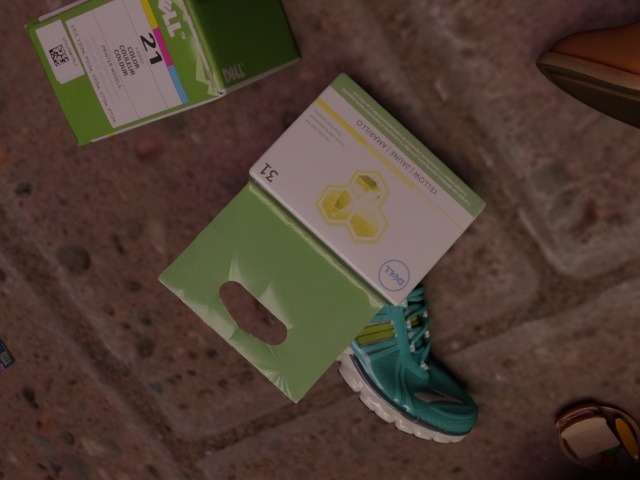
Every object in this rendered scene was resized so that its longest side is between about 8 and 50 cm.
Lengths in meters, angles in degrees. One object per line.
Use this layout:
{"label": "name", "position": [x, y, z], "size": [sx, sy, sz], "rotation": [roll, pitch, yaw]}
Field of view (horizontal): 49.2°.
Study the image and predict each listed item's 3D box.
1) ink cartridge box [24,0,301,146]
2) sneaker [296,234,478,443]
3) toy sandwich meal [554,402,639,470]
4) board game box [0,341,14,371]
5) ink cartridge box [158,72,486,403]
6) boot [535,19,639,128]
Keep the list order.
{"label": "ink cartridge box", "position": [-0.056, -0.170, 0.537], "size": [0.255, 0.189, 0.097], "rotation": [-13, 107, 21]}
{"label": "sneaker", "position": [0.059, 0.081, 0.662], "size": [0.110, 0.107, 0.275], "rotation": [-41, 97, 17]}
{"label": "toy sandwich meal", "position": [0.272, 0.196, 0.683], "size": [0.086, 0.029, 0.085], "rotation": [6, 114, 14]}
{"label": "board game box", "position": [-0.442, 0.133, 0.874], "size": [0.090, 0.020, 0.090], "rotation": [-23, 104, 25]}
{"label": "ink cartridge box", "position": [0.000, 0.000, 0.599], "size": [0.171, 0.056, 0.235], "rotation": [43, 81, -1]}
{"label": "boot", "position": [0.298, -0.181, 0.465], "size": [0.109, 0.283, 0.220], "rotation": [21, 91, -35]}
